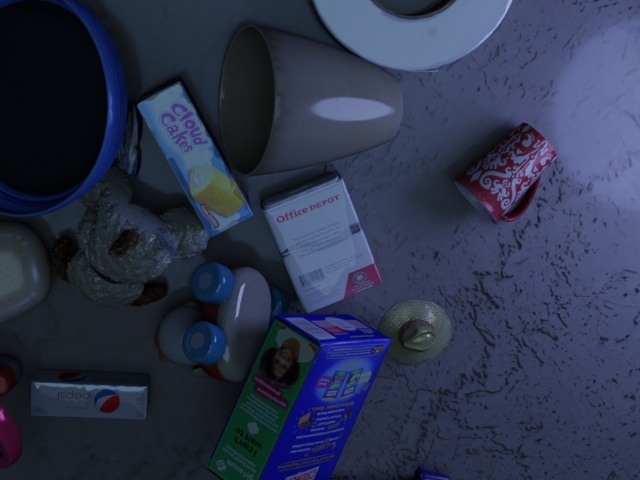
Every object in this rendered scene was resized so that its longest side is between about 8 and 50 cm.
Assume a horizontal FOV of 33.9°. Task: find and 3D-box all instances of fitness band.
[{"bbox_3d":[-0.662,0.319,1.899,0.291,0.054,0.209,17,130,26],"label":"fitness band"}]

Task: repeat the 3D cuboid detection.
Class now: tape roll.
[{"bbox_3d":[0.160,-0.494,1.853,0.392,0.072,0.392,-2,104,-6],"label":"tape roll"}]

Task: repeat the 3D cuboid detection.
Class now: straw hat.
[{"bbox_3d":[0.188,0.185,2.024,0.144,0.061,0.144,-1,104,-6],"label":"straw hat"}]

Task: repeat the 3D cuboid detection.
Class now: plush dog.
[{"bbox_3d":[-0.360,0.031,1.882,0.262,0.210,0.225,27,126,-10],"label":"plush dog"}]

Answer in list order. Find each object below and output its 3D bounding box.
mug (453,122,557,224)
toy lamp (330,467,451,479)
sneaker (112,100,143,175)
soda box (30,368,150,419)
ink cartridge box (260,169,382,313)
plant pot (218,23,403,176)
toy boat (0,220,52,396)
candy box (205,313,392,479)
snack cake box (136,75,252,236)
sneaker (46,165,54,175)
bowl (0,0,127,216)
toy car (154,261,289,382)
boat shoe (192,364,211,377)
[{"bbox_3d":[0.350,-0.124,1.960,0.169,0.150,0.113,-45,67,1],"label":"mug"},{"bbox_3d":[0.121,0.490,2.081,0.274,0.080,0.080,0,103,-6],"label":"toy lamp"},{"bbox_3d":[-0.352,-0.183,1.886,0.058,0.052,0.135,5,102,-3],"label":"sneaker"},{"bbox_3d":[-0.432,0.289,1.978,0.216,0.074,0.069,4,103,-7],"label":"soda box"},{"bbox_3d":[0.000,0.000,1.944,0.158,0.092,0.218,-22,106,0],"label":"ink cartridge box"},{"bbox_3d":[-0.006,-0.238,1.826,0.274,0.256,0.256,-1,104,-26],"label":"plant pot"},{"bbox_3d":[-0.608,0.127,1.900,0.267,0.148,0.318,-11,97,-8],"label":"toy boat"},{"bbox_3d":[-0.034,0.298,1.924,0.122,0.268,0.317,28,101,30],"label":"candy box"},{"bbox_3d":[-0.221,-0.151,1.855,0.089,0.152,0.264,-28,105,1],"label":"snack cake box"},{"bbox_3d":[-0.417,-0.224,1.842,0.101,0.106,0.267,18,100,-7],"label":"sneaker"},{"bbox_3d":[-0.494,-0.236,1.759,0.391,0.077,0.391,4,99,23],"label":"bowl"},{"bbox_3d":[-0.218,0.152,1.931,0.238,0.219,0.210,-2,74,32],"label":"toy car"},{"bbox_3d":[-0.179,0.229,2.007,0.137,0.049,0.043,-13,62,0],"label":"boat shoe"}]
